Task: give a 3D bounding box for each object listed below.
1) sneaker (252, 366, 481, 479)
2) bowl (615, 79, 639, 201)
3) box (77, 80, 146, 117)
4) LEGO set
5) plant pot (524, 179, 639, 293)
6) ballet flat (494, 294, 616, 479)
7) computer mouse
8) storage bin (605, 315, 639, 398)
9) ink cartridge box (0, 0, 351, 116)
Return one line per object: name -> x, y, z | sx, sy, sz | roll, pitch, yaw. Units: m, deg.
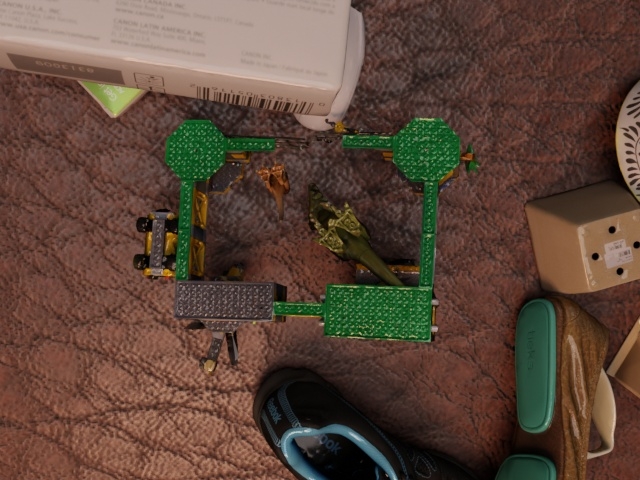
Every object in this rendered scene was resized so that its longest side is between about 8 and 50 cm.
sneaker -> 0.071, 0.275, 0.838 | 0.341, 0.139, 0.125 | 33, 92, -12
bowl -> 0.407, -0.108, 0.813 | 0.170, 0.080, 0.170 | 1, 87, -20
box -> -0.168, -0.313, 0.755 | 0.322, 0.058, 0.232 | -43, 101, 1
LEGO set -> 0.000, 0.000, 0.788 | 0.332, 0.192, 0.254 | -7, 82, 9
plant pot -> 0.300, 0.002, 0.837 | 0.109, 0.096, 0.109 | -15, 100, -3
ballet flat -> 0.261, 0.232, 0.834 | 0.124, 0.116, 0.342 | 17, 72, -17
computer mouse -> 0.017, -0.208, 0.793 | 0.106, 0.042, 0.192 | 5, 100, -18
storage bin -> 0.516, 0.122, 0.868 | 0.262, 0.123, 0.260 | 28, 96, -10
ink cartridge box -> -0.117, -0.326, 0.706 | 0.308, 0.091, 0.384 | 7, 81, -7
